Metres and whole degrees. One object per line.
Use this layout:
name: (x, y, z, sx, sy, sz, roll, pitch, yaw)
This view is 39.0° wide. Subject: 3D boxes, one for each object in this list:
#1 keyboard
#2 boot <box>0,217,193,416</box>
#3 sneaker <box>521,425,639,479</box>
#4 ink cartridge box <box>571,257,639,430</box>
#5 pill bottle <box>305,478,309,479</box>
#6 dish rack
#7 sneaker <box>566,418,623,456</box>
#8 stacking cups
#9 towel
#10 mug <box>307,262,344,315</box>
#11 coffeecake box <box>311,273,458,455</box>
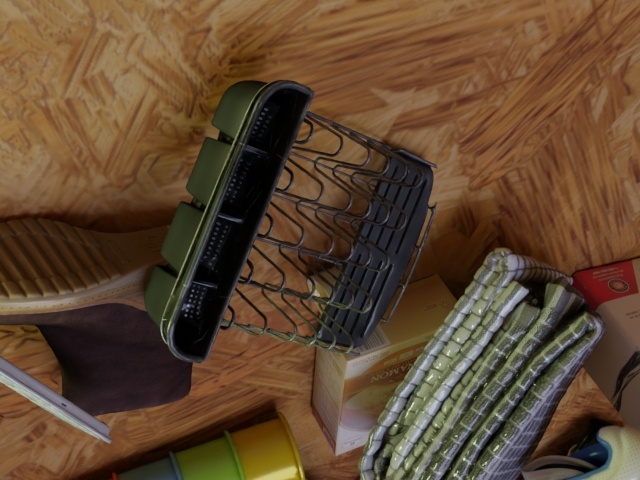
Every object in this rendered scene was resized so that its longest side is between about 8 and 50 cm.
keyboard: (-0.257, 0.079, 0.651, 0.256, 0.072, 0.014, 46, 59, -36)
boot: (-0.192, 0.081, 0.724, 0.248, 0.090, 0.207, -7, 135, -33)
sneaker: (0.296, 0.340, 0.980, 0.322, 0.236, 0.130, -58, 168, 29)
ink cartridge box: (0.418, 0.137, 1.077, 0.172, 0.237, 0.100, -10, 138, -25)
pill bottle: (-0.033, 0.408, 1.155, 0.152, 0.152, 0.272, -22, 143, -11)
dish rack: (0.000, 0.000, 0.721, 0.271, 0.074, 0.208, 17, 99, -45)
sneaker: (0.353, 0.411, 1.444, 0.448, 0.169, 0.257, -16, 133, -30)
stacking cups: (-0.178, 0.276, 0.969, 0.316, 0.096, 0.096, -16, 141, -12)
towel: (0.184, 0.158, 0.932, 0.283, 0.121, 0.235, -56, 154, 7)
mug: (0.027, 0.045, 0.872, 0.064, 0.078, 0.062, -30, 111, -16)
coffeecake box: (0.071, 0.139, 0.985, 0.142, 0.068, 0.185, -18, 141, -19)
